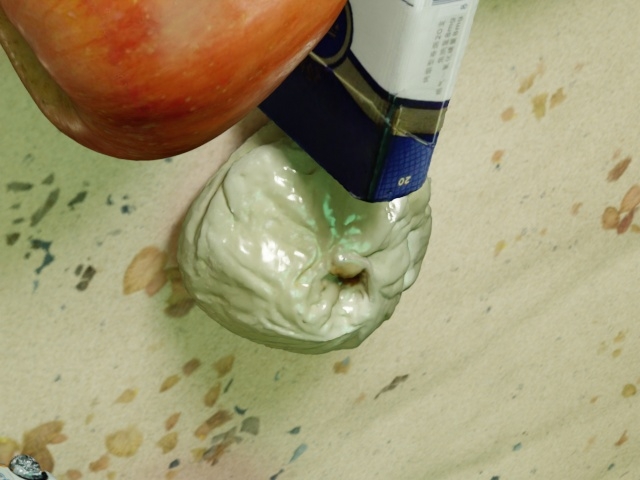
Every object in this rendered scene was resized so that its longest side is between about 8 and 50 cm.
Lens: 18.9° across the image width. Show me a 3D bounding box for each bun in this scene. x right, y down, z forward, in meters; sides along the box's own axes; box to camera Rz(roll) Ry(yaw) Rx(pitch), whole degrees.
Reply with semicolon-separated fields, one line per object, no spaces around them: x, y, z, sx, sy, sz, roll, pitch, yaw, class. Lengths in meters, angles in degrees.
0.000;0.000;1.506;0.220;0.134;0.220;-20;135;-21;bun

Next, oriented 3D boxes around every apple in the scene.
-0.087;-0.178;1.188;0.241;0.242;0.242;-35;141;-13;apple

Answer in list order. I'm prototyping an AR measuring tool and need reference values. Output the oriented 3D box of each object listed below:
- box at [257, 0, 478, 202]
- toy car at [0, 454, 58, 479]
0.032;-0.176;1.346;0.071;0.168;0.259;-12;131;-36;box
-0.286;0.217;1.520;0.205;0.056;0.095;12;115;-46;toy car
